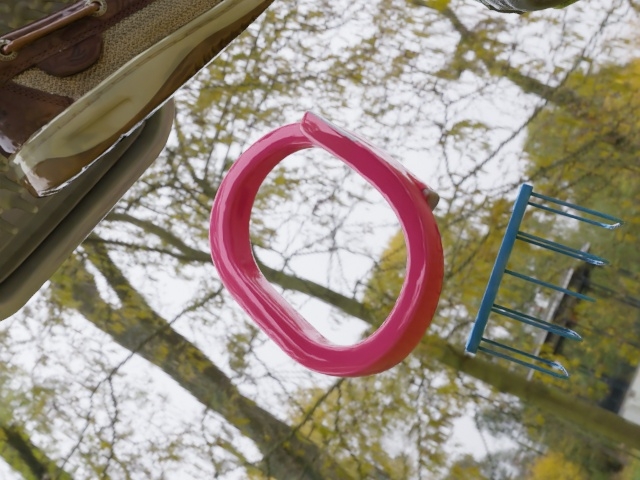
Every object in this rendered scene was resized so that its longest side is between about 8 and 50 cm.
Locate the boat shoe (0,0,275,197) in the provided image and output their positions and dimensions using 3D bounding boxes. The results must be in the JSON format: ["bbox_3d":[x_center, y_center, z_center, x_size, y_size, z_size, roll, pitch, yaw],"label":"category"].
[{"bbox_3d":[-0.115,-0.180,0.569,0.342,0.123,0.123,-50,16,-27],"label":"boat shoe"}]

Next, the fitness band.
[{"bbox_3d":[0.000,0.000,0.768,0.054,0.291,0.209,11,-66,-49],"label":"fitness band"}]

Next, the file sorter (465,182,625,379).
[{"bbox_3d":[0.225,0.044,0.805,0.118,0.104,0.170,11,-81,-76],"label":"file sorter"}]

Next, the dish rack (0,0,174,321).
[{"bbox_3d":[-0.259,-0.125,0.599,0.285,0.072,0.333,-56,-32,-28],"label":"dish rack"}]

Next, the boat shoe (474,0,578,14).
[{"bbox_3d":[0.214,-0.253,0.487,0.305,0.091,0.109,-41,-60,8],"label":"boat shoe"}]
